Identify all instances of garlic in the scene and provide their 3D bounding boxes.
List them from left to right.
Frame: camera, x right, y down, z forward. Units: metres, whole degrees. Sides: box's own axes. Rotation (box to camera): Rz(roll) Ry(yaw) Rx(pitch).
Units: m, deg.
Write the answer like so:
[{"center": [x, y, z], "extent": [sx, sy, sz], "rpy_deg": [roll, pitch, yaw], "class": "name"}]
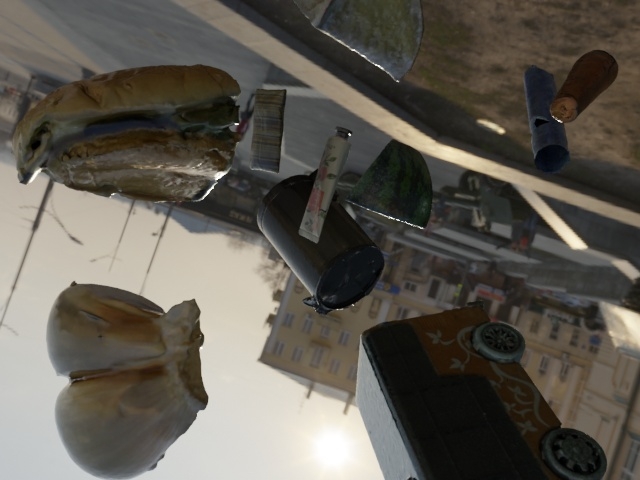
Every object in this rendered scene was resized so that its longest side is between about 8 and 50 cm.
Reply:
[{"center": [-0.305, 0.193, 0.882], "extent": [0.313, 0.286, 0.249], "rpy_deg": [-4, -160, 46], "class": "garlic"}]

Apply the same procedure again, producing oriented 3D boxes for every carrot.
[{"center": [0.330, -0.195, 0.722], "extent": [0.055, 0.055, 0.161], "rpy_deg": [17, -140, 33], "class": "carrot"}]

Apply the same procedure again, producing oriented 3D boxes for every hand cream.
[{"center": [0.010, -0.114, 1.161], "extent": [0.050, 0.234, 0.080], "rpy_deg": [14, -172, -34], "class": "hand cream"}]

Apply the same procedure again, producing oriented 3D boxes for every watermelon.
[{"center": [0.192, -0.188, 1.874], "extent": [0.292, 0.283, 0.250], "rpy_deg": [-5, 153, 39], "class": "watermelon"}]

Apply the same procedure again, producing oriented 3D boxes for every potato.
[{"center": [0.090, -0.463, 1.067], "extent": [0.264, 0.189, 0.211], "rpy_deg": [20, -148, -39], "class": "potato"}]

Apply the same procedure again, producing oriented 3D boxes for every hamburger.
[{"center": [-0.199, -0.127, 0.592], "extent": [0.207, 0.135, 0.155], "rpy_deg": [0, 155, -33], "class": "hamburger"}]

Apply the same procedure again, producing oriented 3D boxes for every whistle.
[{"center": [0.416, -0.235, 1.065], "extent": [0.062, 0.304, 0.062], "rpy_deg": [8, 134, 8], "class": "whistle"}]

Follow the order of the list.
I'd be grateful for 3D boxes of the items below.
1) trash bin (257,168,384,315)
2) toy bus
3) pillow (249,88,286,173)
[{"center": [0.000, 0.000, 1.408], "extent": [0.203, 0.252, 0.301], "rpy_deg": [27, -162, -49], "class": "trash bin"}, {"center": [0.139, 0.200, 0.525], "extent": [0.167, 0.138, 0.275], "rpy_deg": [-9, -141, -13], "class": "toy bus"}, {"center": [-0.133, -0.271, 1.417], "extent": [0.113, 0.203, 0.038], "rpy_deg": [14, -167, 43], "class": "pillow"}]
